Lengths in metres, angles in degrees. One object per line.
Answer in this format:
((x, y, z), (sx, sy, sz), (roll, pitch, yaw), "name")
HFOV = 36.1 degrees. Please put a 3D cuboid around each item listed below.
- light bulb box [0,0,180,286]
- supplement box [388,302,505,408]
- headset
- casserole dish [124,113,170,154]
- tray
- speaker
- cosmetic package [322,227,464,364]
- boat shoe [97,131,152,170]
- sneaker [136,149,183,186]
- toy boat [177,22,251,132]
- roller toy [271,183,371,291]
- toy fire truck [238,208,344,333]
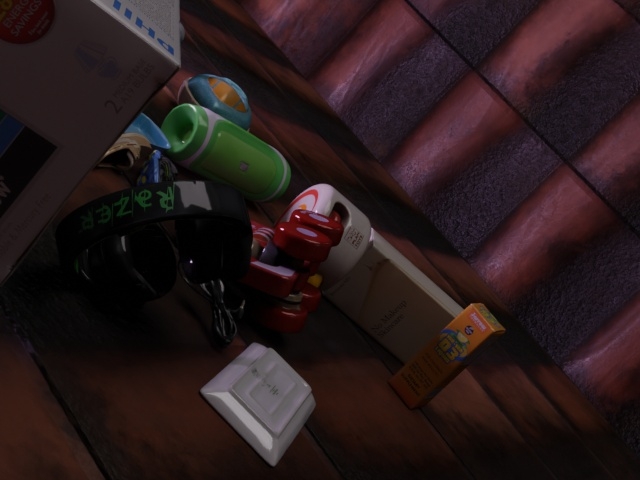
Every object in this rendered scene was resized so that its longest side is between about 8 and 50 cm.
((-0.361, -0.202, 1.202), (0.225, 0.358, 0.361), (36, 18, -23), "light bulb box")
((0.244, 0.224, 1.903), (0.078, 0.233, 0.080), (50, 15, 22), "supplement box")
((-0.193, 0.037, 1.320), (0.394, 0.243, 0.185), (56, 19, -74), "headset")
((-0.361, -0.211, 1.857), (0.114, 0.037, 0.188), (51, 17, 23), "casserole dish")
((-0.077, 0.226, 1.442), (0.145, 0.030, 0.270), (44, 15, 3), "tray")
((-0.192, -0.175, 2.034), (0.296, 0.131, 0.131), (27, 23, -49), "speaker")
((0.168, 0.139, 2.080), (0.309, 0.160, 0.113), (40, 16, -14), "cosmetic package")
((-0.344, -0.147, 1.691), (0.059, 0.063, 0.170), (51, 25, 15), "boat shoe")
((-0.279, -0.107, 1.732), (0.078, 0.067, 0.188), (34, 14, -15), "sneaker")
((-0.278, -0.361, 2.267), (0.318, 0.148, 0.267), (42, 15, -11), "toy boat")
((0.000, 0.000, 1.942), (0.146, 0.191, 0.209), (40, 15, -20), "roller toy")
((-0.113, 0.023, 1.708), (0.254, 0.169, 0.302), (20, 14, 6), "toy fire truck")
